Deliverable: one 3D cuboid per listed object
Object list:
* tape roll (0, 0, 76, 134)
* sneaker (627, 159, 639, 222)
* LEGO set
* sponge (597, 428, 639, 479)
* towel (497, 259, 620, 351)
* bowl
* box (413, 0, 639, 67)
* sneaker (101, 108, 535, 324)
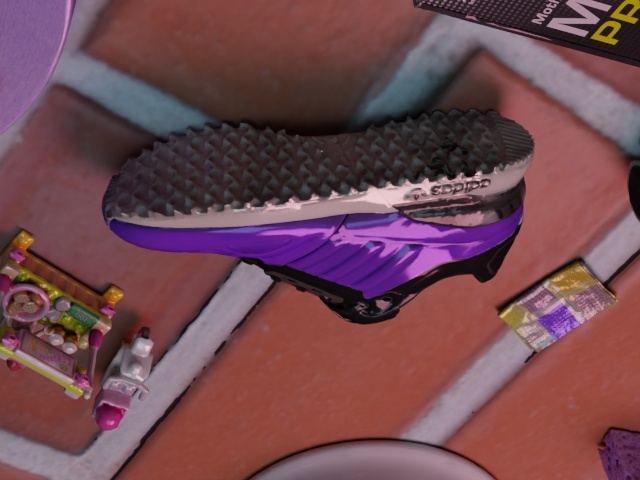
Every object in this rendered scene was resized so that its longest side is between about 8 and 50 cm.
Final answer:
[{"bbox_3d":[-0.276,-0.173,0.637,0.275,0.090,0.274,-2,126,-3],"label":"tape roll"},{"bbox_3d":[0.343,-0.098,0.744,0.118,0.110,0.292,22,130,-28],"label":"sneaker"},{"bbox_3d":[-0.258,0.068,0.805,0.287,0.107,0.132,15,124,-15],"label":"LEGO set"},{"bbox_3d":[0.354,0.229,0.970,0.210,0.117,0.031,10,126,-13],"label":"sponge"},{"bbox_3d":[0.189,0.053,0.892,0.083,0.009,0.060,-34,123,19],"label":"towel"},{"bbox_3d":[0.043,0.328,1.009,0.298,0.134,0.297,-2,126,-3],"label":"bowl"},{"bbox_3d":[0.202,-0.207,0.599,0.216,0.060,0.270,10,145,-23],"label":"box"},{"bbox_3d":[0.000,0.000,0.780,0.294,0.102,0.146,-4,127,-2],"label":"sneaker"}]
